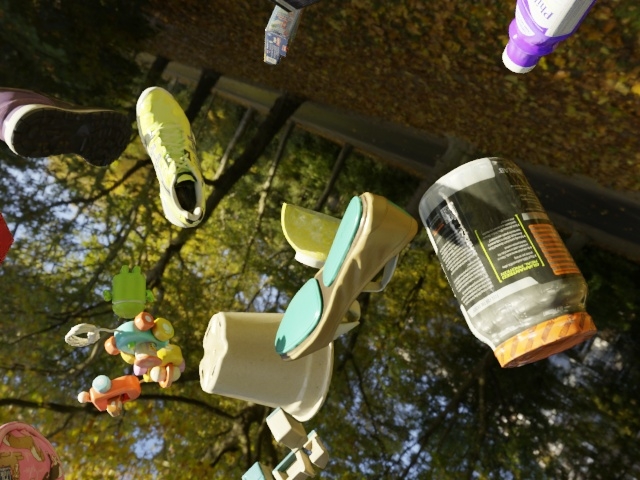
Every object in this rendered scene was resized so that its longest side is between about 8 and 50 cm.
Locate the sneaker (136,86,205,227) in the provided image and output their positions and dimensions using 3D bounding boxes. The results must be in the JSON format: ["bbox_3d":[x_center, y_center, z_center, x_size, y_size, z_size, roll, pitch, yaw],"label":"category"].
[{"bbox_3d":[-0.380,-0.221,1.395,0.145,0.384,0.147,-22,-163,-26],"label":"sneaker"}]

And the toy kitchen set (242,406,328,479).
[{"bbox_3d":[-0.111,0.474,1.140,0.166,0.207,0.122,46,177,-33],"label":"toy kitchen set"}]

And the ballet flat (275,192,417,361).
[{"bbox_3d":[0.024,0.055,0.540,0.073,0.232,0.080,17,-143,-18],"label":"ballet flat"}]

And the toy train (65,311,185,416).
[{"bbox_3d":[-0.214,0.148,0.577,0.125,0.166,0.046,-14,-128,-19],"label":"toy train"}]

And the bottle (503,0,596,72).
[{"bbox_3d":[0.393,-0.401,0.883,0.092,0.118,0.283,-16,163,-8],"label":"bottle"}]

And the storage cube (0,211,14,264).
[{"bbox_3d":[-0.767,0.003,1.034,0.184,0.193,0.214,10,-126,-6],"label":"storage cube"}]

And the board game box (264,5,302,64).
[{"bbox_3d":[-0.079,-0.558,1.295,0.060,0.194,0.194,21,176,-6],"label":"board game box"}]

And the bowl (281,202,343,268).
[{"bbox_3d":[0.000,0.000,1.608,0.290,0.156,0.289,18,-174,-2],"label":"bowl"}]

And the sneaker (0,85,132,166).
[{"bbox_3d":[-0.430,-0.203,0.859,0.124,0.107,0.283,33,-171,9],"label":"sneaker"}]

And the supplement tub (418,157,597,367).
[{"bbox_3d":[0.328,0.039,0.927,0.207,0.207,0.337,16,-132,-48],"label":"supplement tub"}]

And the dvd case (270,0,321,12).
[{"bbox_3d":[-0.007,-0.507,1.003,0.221,0.018,0.164,-8,-179,26],"label":"dvd case"}]

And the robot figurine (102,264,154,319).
[{"bbox_3d":[-0.405,0.112,1.099,0.101,0.115,0.067,5,160,-30],"label":"robot figurine"}]

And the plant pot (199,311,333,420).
[{"bbox_3d":[-0.172,0.339,1.499,0.306,0.333,0.334,12,-168,-23],"label":"plant pot"}]

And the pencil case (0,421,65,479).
[{"bbox_3d":[-0.584,0.422,0.749,0.160,0.386,0.167,64,175,-13],"label":"pencil case"}]
